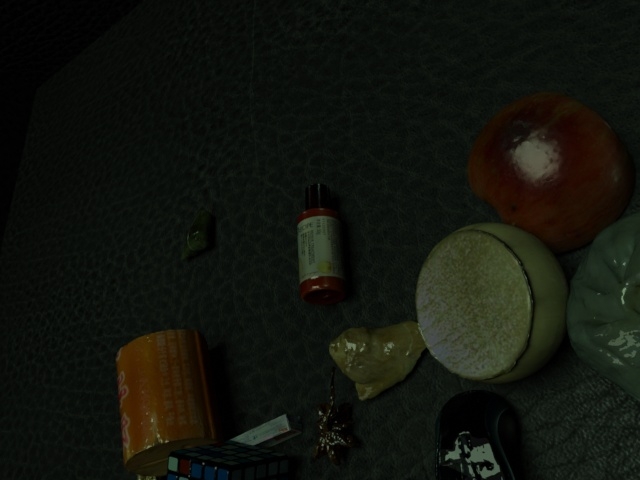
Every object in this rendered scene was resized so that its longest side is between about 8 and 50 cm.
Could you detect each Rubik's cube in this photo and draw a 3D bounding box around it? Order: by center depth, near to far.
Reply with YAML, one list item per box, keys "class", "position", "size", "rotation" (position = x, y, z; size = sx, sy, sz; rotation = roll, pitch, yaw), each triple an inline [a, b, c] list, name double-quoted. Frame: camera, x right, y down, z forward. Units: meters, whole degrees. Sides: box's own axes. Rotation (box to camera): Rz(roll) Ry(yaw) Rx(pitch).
- class: "Rubik's cube"
  position: [-0.193, 0.524, 1.280]
  size: [0.184, 0.187, 0.182]
  rotation: [-1, 82, 37]

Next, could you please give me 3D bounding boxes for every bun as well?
- class: "bun"
  position: [0.510, 0.079, 0.847]
  size: [0.354, 0.194, 0.354]
  rotation: [-18, 62, 37]

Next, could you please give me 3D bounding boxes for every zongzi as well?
- class: "zongzi"
  position: [-0.360, -0.030, 1.811]
  size: [0.130, 0.062, 0.154]
  rotation: [-33, 45, 43]

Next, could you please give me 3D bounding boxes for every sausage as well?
- class: "sausage"
  position: [-0.362, 0.385, 1.499]
  size: [0.233, 0.233, 0.287]
  rotation: [-37, 50, 26]

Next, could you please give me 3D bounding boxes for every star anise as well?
- class: "star anise"
  position: [0.027, 0.353, 1.267]
  size: [0.097, 0.070, 0.190]
  rotation: [-20, 57, 38]

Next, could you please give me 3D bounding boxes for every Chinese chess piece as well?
- class: "Chinese chess piece"
  position: [0.283, 0.104, 1.057]
  size: [0.270, 0.112, 0.270]
  rotation: [-5, 84, 54]

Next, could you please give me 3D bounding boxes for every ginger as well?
- class: "ginger"
  position: [0.110, 0.205, 1.226]
  size: [0.193, 0.122, 0.115]
  rotation: [-39, 29, 17]

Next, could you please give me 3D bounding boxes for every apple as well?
- class: "apple"
  position: [0.372, -0.136, 1.094]
  size: [0.251, 0.163, 0.293]
  rotation: [-48, 45, 15]

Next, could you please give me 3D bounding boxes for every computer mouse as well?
- class: "computer mouse"
  position: [0.252, 0.348, 1.020]
  size: [0.137, 0.096, 0.233]
  rotation: [-26, 46, 27]

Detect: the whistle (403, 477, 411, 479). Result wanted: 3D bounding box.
- class: "whistle"
  position: [0.202, 0.448, 1.084]
  size: [0.176, 0.033, 0.033]
  rotation: [3, 74, 44]

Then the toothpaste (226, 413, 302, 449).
- class: "toothpaste"
  position: [-0.127, 0.435, 1.386]
  size: [0.196, 0.047, 0.040]
  rotation: [-32, 49, 28]

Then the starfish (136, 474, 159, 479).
- class: "starfish"
  position: [-0.470, 0.711, 1.556]
  size: [0.324, 0.082, 0.432]
  rotation: [-37, 55, 30]

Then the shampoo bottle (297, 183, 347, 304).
- class: "shampoo bottle"
  position: [0.000, 0.000, 1.420]
  size: [0.104, 0.104, 0.278]
  rotation: [-24, 57, 34]
